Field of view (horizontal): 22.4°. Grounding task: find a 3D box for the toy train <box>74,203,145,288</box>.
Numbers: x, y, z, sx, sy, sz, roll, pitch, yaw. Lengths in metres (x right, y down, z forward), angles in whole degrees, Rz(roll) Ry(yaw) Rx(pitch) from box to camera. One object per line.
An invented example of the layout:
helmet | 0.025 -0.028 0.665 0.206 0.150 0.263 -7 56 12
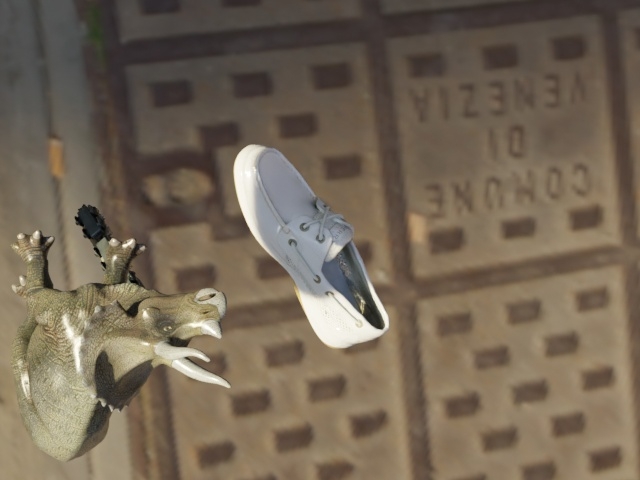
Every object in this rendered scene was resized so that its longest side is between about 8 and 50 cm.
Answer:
toy train | -0.204 0.016 1.597 0.027 0.158 0.036 -41 138 6

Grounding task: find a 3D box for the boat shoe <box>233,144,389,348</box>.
boat shoe | 0.000 0.000 1.910 0.098 0.096 0.277 -47 113 -40

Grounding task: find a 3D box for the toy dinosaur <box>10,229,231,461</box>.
toy dinosaur | -0.191 0.096 1.233 0.121 0.313 0.160 13 51 -29
